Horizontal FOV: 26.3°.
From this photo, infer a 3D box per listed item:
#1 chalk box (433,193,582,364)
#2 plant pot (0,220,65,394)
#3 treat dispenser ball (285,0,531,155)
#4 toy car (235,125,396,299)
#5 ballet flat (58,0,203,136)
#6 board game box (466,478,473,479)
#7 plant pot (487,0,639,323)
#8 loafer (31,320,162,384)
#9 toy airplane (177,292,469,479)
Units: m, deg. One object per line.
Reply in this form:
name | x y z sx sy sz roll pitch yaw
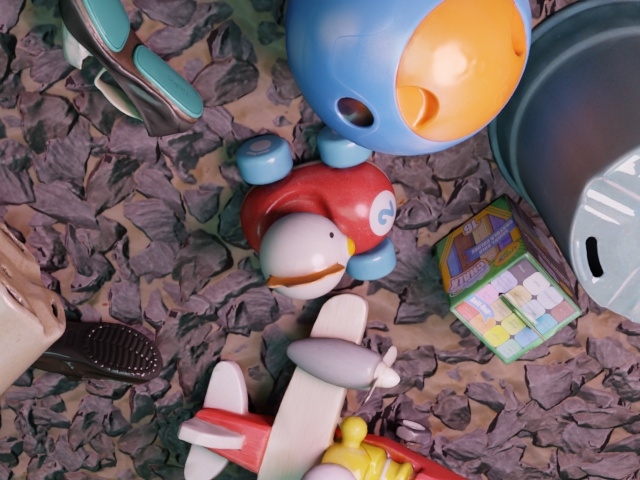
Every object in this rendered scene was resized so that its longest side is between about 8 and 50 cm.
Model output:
chalk box | 0.252 0.064 1.833 0.132 0.213 0.132 -37 115 18
plant pot | -0.517 0.124 1.800 0.305 0.334 0.334 -36 116 5
treat dispenser ball | 0.101 -0.244 1.603 0.288 0.288 0.288 -1 120 -2
toy car | 0.000 0.000 1.770 0.210 0.238 0.219 -11 121 4
ballet flat | -0.262 -0.232 1.711 0.096 0.095 0.280 -24 119 25
board game box | 0.120 0.417 2.142 0.281 0.027 0.145 12 120 -9
plant pot | 0.399 -0.089 1.681 0.341 0.334 0.341 -1 120 -2
loafer | -0.333 0.162 1.954 0.220 0.080 0.078 14 142 1
toy airplane | -0.018 0.316 1.933 0.384 0.272 0.386 -28 100 1
